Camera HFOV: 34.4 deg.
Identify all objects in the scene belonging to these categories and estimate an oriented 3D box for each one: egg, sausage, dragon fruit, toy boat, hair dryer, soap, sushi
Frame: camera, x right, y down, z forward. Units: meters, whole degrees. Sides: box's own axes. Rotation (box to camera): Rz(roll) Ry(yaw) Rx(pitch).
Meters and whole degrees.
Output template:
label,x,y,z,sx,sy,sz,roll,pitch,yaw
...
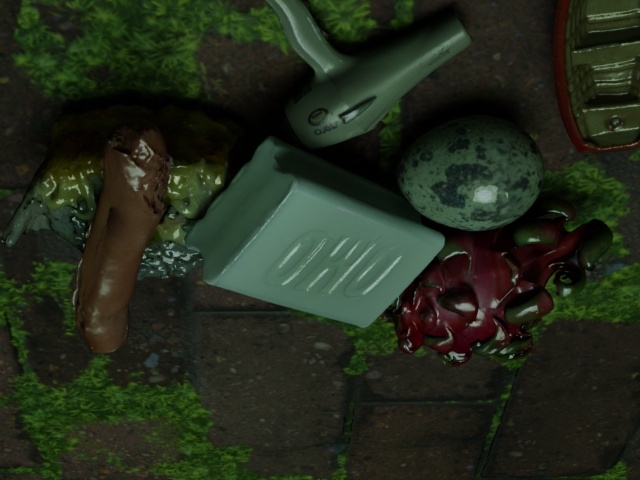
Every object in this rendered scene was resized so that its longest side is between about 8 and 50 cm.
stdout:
label,x,y,z,sx,sy,sz,roll,pitch,yaw
egg,0.169,-0.076,1.183,0.172,0.132,0.132,-2,142,25
sausage,-0.210,0.000,1.080,0.078,0.078,0.304,10,130,-15
dragon fruit,0.204,0.042,1.284,0.273,0.218,0.198,-42,158,31
toy boat,0.300,-0.239,1.043,0.136,0.079,0.392,-7,140,8
hair dryer,0.046,-0.213,1.078,0.219,0.088,0.225,-14,123,2
soap,0.000,0.000,1.165,0.265,0.087,0.160,20,118,-46
sushi,-0.213,-0.059,1.171,0.274,0.139,0.184,4,136,-4
